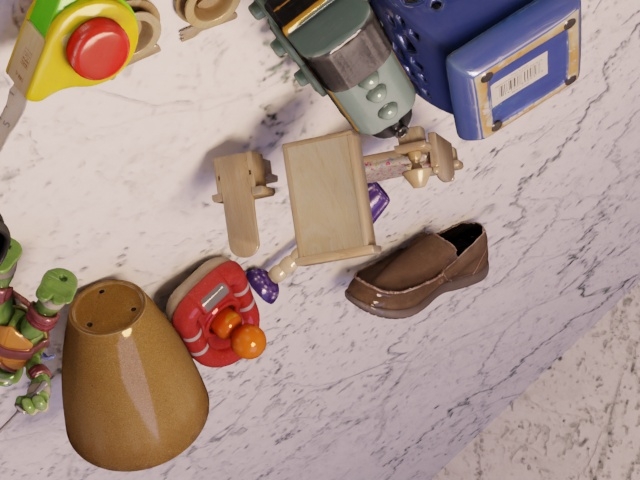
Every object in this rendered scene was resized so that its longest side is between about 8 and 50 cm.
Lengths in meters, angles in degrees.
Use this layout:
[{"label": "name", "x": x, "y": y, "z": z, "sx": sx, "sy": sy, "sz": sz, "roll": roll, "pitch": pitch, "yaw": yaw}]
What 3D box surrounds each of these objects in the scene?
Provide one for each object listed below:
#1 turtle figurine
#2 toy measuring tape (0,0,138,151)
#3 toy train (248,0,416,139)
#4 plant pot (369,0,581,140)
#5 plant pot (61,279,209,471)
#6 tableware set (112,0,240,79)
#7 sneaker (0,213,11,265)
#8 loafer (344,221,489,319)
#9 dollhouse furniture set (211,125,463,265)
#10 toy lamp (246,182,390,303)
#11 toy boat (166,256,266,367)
[{"label": "turtle figurine", "x": -0.450, "y": 0.148, "z": 1.524, "sx": 0.274, "sy": 0.198, "sz": 0.266, "roll": -12, "pitch": 142, "yaw": -42}, {"label": "toy measuring tape", "x": -0.284, "y": -0.176, "z": 1.235, "sx": 0.121, "sy": 0.121, "sz": 0.330, "roll": 0, "pitch": 127, "yaw": -47}, {"label": "toy train", "x": 0.024, "y": -0.244, "z": 1.405, "sx": 0.142, "sy": 0.190, "sz": 0.334, "roll": -35, "pitch": 153, "yaw": 4}, {"label": "plant pot", "x": 0.224, "y": -0.289, "z": 1.524, "sx": 0.236, "sy": 0.212, "sz": 0.236, "roll": -32, "pitch": 154, "yaw": -4}, {"label": "plant pot", "x": -0.311, "y": 0.191, "z": 1.748, "sx": 0.237, "sy": 0.237, "sz": 0.254, "roll": -24, "pitch": 136, "yaw": -18}, {"label": "tableware set", "x": -0.176, "y": -0.263, "z": 1.323, "sx": 0.194, "sy": 0.039, "sz": 0.128, "roll": -26, "pitch": 152, "yaw": -14}, {"label": "sneaker", "x": -0.476, "y": 0.029, "z": 1.355, "sx": 0.104, "sy": 0.147, "sz": 0.296, "roll": -2, "pitch": 141, "yaw": -48}, {"label": "loafer", "x": 0.188, "y": 0.040, "z": 2.140, "sx": 0.366, "sy": 0.133, "sz": 0.130, "roll": -21, "pitch": 128, "yaw": -42}, {"label": "dollhouse furniture set", "x": 0.047, "y": -0.049, "z": 1.695, "sx": 0.303, "sy": 0.174, "sz": 0.355, "roll": -10, "pitch": 175, "yaw": 18}, {"label": "toy lamp", "x": 0.000, "y": 0.000, "z": 1.895, "sx": 0.274, "sy": 0.080, "sz": 0.080, "roll": -40, "pitch": 152, "yaw": 13}, {"label": "toy boat", "x": -0.152, "y": 0.142, "z": 1.858, "sx": 0.151, "sy": 0.151, "sz": 0.231, "roll": -44, "pitch": 156, "yaw": -16}]
